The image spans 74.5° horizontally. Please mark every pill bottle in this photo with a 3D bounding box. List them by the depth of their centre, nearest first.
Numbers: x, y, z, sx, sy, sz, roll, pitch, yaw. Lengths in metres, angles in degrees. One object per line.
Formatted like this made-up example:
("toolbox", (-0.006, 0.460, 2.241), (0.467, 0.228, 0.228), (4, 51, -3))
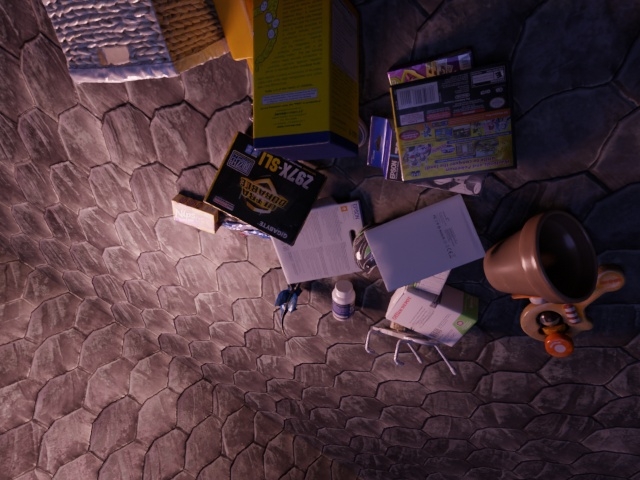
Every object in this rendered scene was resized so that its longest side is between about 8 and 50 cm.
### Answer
("pill bottle", (0.094, 0.241, 1.707), (0.094, 0.094, 0.169), (12, 134, 15))

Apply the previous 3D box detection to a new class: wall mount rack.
("wall mount rack", (0.362, 0.433, 1.669), (0.305, 0.130, 0.350), (14, 173, -25))

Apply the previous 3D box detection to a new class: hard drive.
("hard drive", (0.314, 0.010, 1.286), (0.308, 0.040, 0.202), (-22, 89, 11))

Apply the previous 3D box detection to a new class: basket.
("basket", (-0.433, -0.571, 1.043), (0.329, 0.331, 0.266), (5, 126, 20))

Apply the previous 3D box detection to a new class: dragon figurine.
("dragon figurine", (-0.133, 0.249, 1.746), (0.085, 0.288, 0.144), (22, 174, 8))

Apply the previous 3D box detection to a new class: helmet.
("helmet", (0.187, 0.025, 1.410), (0.162, 0.169, 0.169), (-4, 131, 2))

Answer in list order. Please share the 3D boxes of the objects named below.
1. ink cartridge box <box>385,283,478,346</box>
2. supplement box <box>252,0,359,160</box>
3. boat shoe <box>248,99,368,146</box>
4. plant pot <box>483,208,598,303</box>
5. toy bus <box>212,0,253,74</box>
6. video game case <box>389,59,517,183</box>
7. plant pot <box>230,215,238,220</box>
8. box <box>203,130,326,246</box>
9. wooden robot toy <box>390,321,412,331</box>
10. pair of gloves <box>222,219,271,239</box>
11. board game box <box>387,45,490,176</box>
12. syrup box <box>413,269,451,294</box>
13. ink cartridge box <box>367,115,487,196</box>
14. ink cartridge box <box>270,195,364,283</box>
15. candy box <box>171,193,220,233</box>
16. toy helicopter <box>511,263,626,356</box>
("ink cartridge box", (0.408, 0.252, 1.556), (0.273, 0.114, 0.198), (23, 136, 2))
("supplement box", (-0.029, -0.382, 0.992), (0.196, 0.194, 0.355), (1, 92, 24))
("boat shoe", (-0.039, -0.329, 1.194), (0.341, 0.158, 0.127), (24, 136, 3))
("plant pot", (0.614, 0.062, 1.223), (0.263, 0.263, 0.229), (40, 153, -13))
("toy bus", (-0.186, -0.576, 1.053), (0.109, 0.130, 0.332), (2, 131, 24))
("video game case", (0.323, -0.279, 1.030), (0.275, 0.035, 0.247), (-6, 107, 19))
("plant pot", (-0.296, -0.157, 1.517), (0.109, 0.096, 0.109), (41, 135, -14))
("box", (-0.175, -0.166, 1.365), (0.322, 0.079, 0.256), (28, 95, 1))
("wooden robot toy", (0.323, 0.320, 1.688), (0.077, 0.078, 0.173), (8, 173, 27))
("pair of gloves", (-0.272, -0.037, 1.602), (0.160, 0.022, 0.198), (4, 166, 31))
("board game box", (0.323, -0.313, 1.124), (0.209, 0.056, 0.346), (-6, 127, 24))
("syrup box", (0.392, 0.066, 1.407), (0.097, 0.093, 0.236), (17, 135, 11))
("ink cartridge box", (0.286, -0.229, 1.143), (0.333, 0.065, 0.165), (13, 135, 15))
("ink cartridge box", (0.000, 0.000, 1.520), (0.331, 0.071, 0.323), (-11, 128, 4))
("candy box", (-0.498, -0.107, 1.690), (0.187, 0.053, 0.109), (19, 136, 6))
("toy helicopter", (0.789, 0.192, 1.345), (0.235, 0.140, 0.355), (37, 125, 2))
